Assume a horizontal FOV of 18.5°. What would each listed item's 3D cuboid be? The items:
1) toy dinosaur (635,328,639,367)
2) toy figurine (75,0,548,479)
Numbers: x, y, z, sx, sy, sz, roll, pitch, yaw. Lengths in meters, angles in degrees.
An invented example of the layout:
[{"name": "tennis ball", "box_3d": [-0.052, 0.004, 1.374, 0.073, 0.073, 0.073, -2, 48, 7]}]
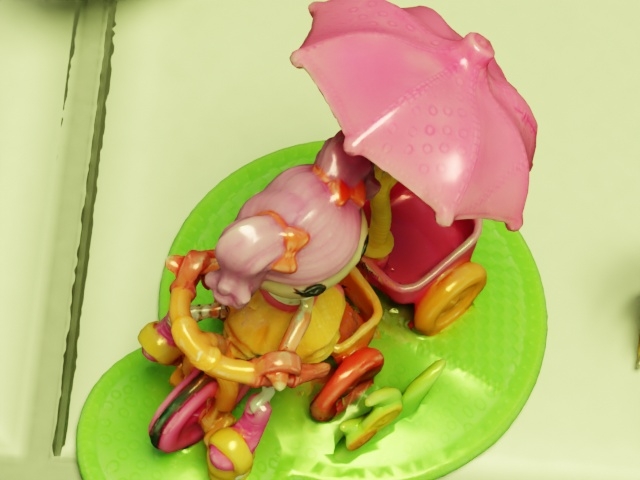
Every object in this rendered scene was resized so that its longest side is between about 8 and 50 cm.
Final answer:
[{"name": "toy dinosaur", "box_3d": [0.161, 0.011, 0.638, 0.112, 0.064, 0.211, 3, 27, 11]}, {"name": "toy figurine", "box_3d": [0.000, 0.000, 0.578, 0.173, 0.159, 0.130, -36, 71, -20]}]
